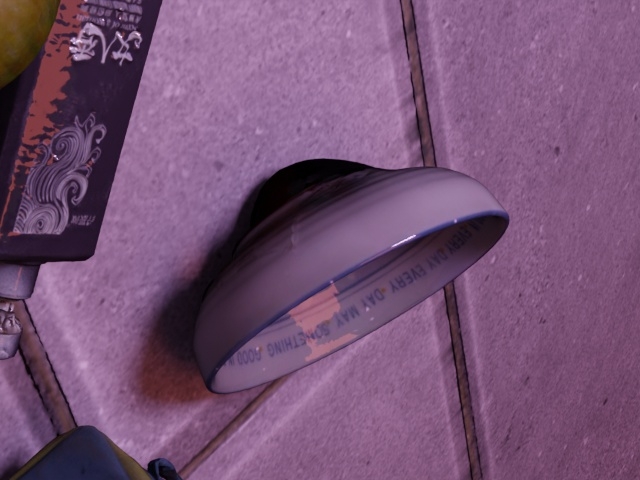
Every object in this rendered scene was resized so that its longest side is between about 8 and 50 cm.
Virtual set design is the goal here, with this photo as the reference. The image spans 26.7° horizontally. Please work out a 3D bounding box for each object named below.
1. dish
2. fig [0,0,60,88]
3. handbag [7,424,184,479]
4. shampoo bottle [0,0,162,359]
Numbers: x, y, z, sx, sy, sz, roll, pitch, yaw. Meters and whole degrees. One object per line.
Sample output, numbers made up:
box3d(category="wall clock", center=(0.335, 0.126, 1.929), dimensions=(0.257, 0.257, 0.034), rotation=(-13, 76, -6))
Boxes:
box3d(category="dish", center=(0.000, 0.000, 1.073), dimensions=(0.273, 0.134, 0.273), rotation=(-29, 167, -8))
box3d(category="fig", center=(-0.252, -0.163, 0.687), dimensions=(0.245, 0.149, 0.149), rotation=(35, 80, -35))
box3d(category="handbag", center=(-0.128, 0.293, 0.967), dimensions=(0.222, 0.263, 0.241), rotation=(-45, 145, -4))
box3d(category="shampoo bottle", center=(-0.175, -0.072, 0.857), dimensions=(0.098, 0.071, 0.309), rotation=(-1, 112, -56))
